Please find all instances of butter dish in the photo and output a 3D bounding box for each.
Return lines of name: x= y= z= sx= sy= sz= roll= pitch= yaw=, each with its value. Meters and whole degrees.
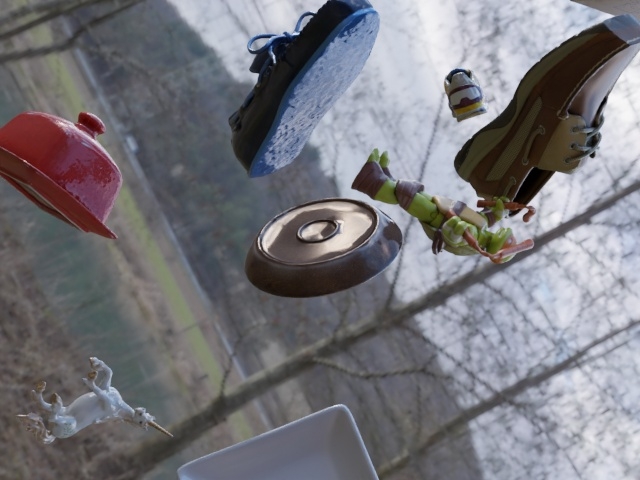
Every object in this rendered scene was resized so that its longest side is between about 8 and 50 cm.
butter dish: x=-0.291 y=-0.095 z=1.153 sx=0.160 sy=0.118 sz=0.160 roll=24 pitch=-17 yaw=40

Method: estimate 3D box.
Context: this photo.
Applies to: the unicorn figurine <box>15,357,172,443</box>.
unicorn figurine: x=-0.273 y=0.200 z=1.216 sx=0.060 sy=0.162 sz=0.111 roll=-107 pitch=-178 yaw=-52

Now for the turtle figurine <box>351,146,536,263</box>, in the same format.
turtle figurine: x=0.152 y=-0.030 z=1.204 sx=0.217 sy=0.087 sz=0.269 roll=30 pitch=21 yaw=13

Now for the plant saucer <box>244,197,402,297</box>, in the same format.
plant saucer: x=0.000 y=0.000 z=1.048 sx=0.168 sy=0.168 sz=0.029 roll=-130 pitch=-157 yaw=-56

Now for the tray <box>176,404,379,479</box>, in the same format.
tray: x=0.003 y=0.272 z=0.756 sx=0.030 sy=0.145 sz=0.270 roll=98 pitch=-29 yaw=-67

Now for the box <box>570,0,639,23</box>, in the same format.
box: x=0.521 y=-0.381 z=1.605 sx=0.201 sy=0.164 sz=0.021 roll=13 pitch=-87 yaw=63

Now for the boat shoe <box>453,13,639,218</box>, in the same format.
boat shoe: x=0.291 y=-0.139 z=1.231 sx=0.120 sy=0.123 sz=0.324 roll=59 pitch=-34 yaw=15

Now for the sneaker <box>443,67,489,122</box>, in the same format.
sneaker: x=0.243 y=-0.251 z=1.695 sx=0.185 sy=0.070 sz=0.084 roll=-77 pitch=150 yaw=-79

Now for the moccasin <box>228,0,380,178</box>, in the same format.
moccasin: x=-0.050 y=-0.211 z=1.321 sx=0.117 sy=0.138 sz=0.342 roll=58 pitch=-43 yaw=16
